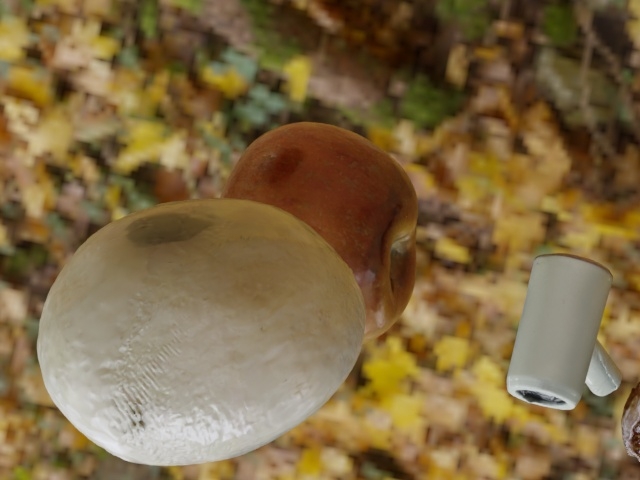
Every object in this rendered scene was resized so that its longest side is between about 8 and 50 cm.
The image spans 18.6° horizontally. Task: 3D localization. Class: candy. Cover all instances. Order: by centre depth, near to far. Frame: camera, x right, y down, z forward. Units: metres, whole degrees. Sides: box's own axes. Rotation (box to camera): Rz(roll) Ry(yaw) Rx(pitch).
[{"bbox_3d":[-0.103,0.067,1.648,0.295,0.295,0.185,9,130,24],"label":"candy"}]

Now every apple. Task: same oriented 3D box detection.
[{"bbox_3d":[0.000,0.000,2.132,0.253,0.253,0.253,11,175,1],"label":"apple"}]

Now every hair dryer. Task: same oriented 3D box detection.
[{"bbox_3d":[0.237,0.109,1.823,0.073,0.131,0.236,10,164,21],"label":"hair dryer"}]

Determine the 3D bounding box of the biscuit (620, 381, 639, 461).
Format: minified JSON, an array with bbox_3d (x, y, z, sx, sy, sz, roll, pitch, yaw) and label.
[{"bbox_3d":[0.346,0.150,1.623,0.192,0.049,0.192,-1,136,-1],"label":"biscuit"}]
